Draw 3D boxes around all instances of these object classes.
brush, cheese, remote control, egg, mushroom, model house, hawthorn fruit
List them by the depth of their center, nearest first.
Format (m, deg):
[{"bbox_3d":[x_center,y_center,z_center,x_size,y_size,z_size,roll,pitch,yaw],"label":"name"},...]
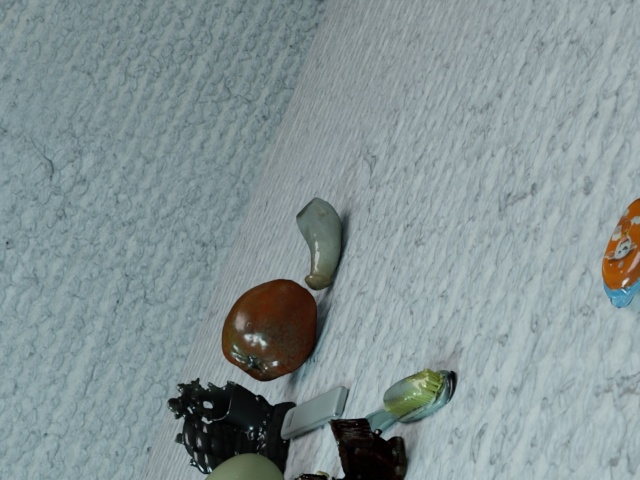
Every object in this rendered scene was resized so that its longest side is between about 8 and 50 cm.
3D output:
[{"bbox_3d":[0.388,-0.037,1.255,0.106,0.037,0.256,-19,49,69],"label":"cheese"},{"bbox_3d":[0.031,0.368,1.623,0.203,0.164,0.141,-65,19,-8],"label":"model house"},{"bbox_3d":[0.116,0.264,1.689,0.297,0.060,0.068,-44,28,54],"label":"brush"},{"bbox_3d":[-0.151,0.514,1.975,0.186,0.186,0.241,-43,20,56],"label":"egg"},{"bbox_3d":[-0.013,0.345,2.087,0.261,0.029,0.067,-37,31,57],"label":"remote control"},{"bbox_3d":[-0.101,0.180,2.346,0.210,0.211,0.262,-51,8,44],"label":"hawthorn fruit"},{"bbox_3d":[0.000,0.000,2.457,0.118,0.103,0.270,-56,23,31],"label":"mushroom"}]

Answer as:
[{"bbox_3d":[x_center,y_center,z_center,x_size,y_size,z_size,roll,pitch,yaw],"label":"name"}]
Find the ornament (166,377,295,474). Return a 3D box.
[{"bbox_3d":[-0.200,0.401,2.203,0.251,0.261,0.106,-82,16,-45],"label":"ornament"}]

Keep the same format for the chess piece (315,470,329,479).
[{"bbox_3d":[-0.025,0.487,1.845,0.172,0.060,0.060,-67,14,-14],"label":"chess piece"}]
